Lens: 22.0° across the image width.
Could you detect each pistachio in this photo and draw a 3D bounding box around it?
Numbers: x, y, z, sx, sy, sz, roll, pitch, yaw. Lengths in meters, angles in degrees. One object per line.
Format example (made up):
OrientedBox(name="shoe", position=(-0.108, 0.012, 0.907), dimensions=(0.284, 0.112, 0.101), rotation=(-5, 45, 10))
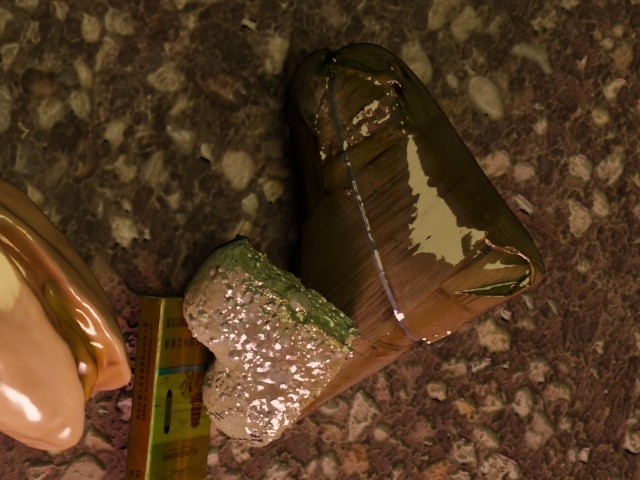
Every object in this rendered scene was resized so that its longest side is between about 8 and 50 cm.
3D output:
OrientedBox(name="pistachio", position=(-0.311, 0.062, 1.540), dimensions=(0.187, 0.187, 0.299), rotation=(-40, 113, -16))

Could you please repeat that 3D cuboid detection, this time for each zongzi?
OrientedBox(name="zongzi", position=(0.000, 0.000, 1.702), dimensions=(0.360, 0.160, 0.323), rotation=(-35, 89, 9))

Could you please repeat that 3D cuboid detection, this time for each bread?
OrientedBox(name="bread", position=(-0.046, 0.109, 1.619), dimensions=(0.173, 0.064, 0.232), rotation=(-2, 117, 6))

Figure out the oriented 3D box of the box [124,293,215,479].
OrientedBox(name="box", position=(-0.146, 0.150, 1.645), dimensions=(0.121, 0.030, 0.193), rotation=(3, 93, -65))
